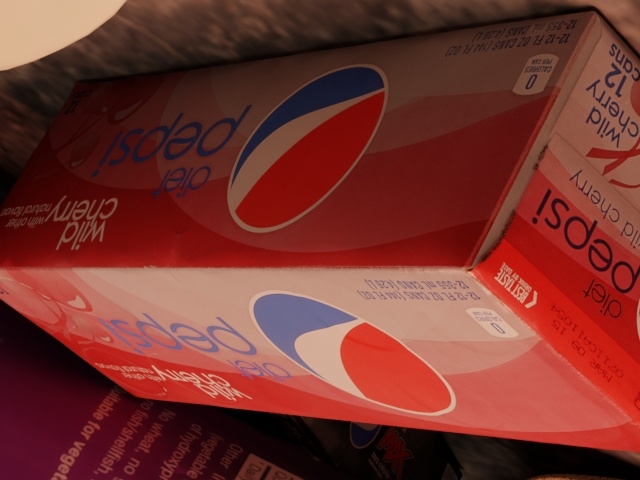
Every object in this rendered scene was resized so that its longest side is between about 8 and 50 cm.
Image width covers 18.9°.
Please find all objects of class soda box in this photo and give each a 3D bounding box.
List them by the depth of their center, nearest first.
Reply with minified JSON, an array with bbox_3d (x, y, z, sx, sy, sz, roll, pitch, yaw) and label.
[{"bbox_3d":[0.000,0.000,0.593,0.092,0.083,0.263,41,156,-30],"label":"soda box"},{"bbox_3d":[0.004,0.077,0.807,0.060,0.053,0.169,17,156,29],"label":"soda box"}]

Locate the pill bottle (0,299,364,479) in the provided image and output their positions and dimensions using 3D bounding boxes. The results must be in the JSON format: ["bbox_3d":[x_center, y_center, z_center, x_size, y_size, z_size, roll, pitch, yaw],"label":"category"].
[{"bbox_3d":[-0.079,0.144,0.733,0.323,0.181,0.181,27,159,3],"label":"pill bottle"}]

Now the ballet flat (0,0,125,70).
[{"bbox_3d":[-0.096,-0.092,0.434,0.139,0.139,0.400,39,157,-26],"label":"ballet flat"}]

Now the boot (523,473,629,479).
[{"bbox_3d":[0.170,0.192,0.817,0.262,0.095,0.203,32,158,4],"label":"boot"}]
